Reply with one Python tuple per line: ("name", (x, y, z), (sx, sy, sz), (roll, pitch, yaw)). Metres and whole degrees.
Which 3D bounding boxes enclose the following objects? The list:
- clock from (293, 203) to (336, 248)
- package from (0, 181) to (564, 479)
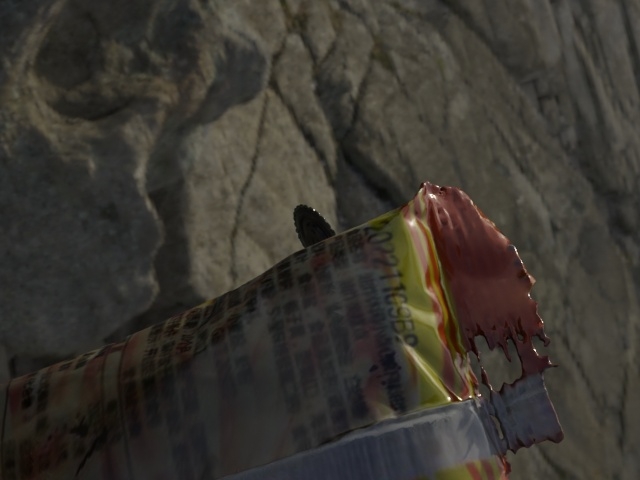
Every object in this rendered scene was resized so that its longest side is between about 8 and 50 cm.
("clock", (0.000, 0.000, 1.006), (0.010, 0.074, 0.083), (-37, 134, -22))
("package", (-0.035, 0.122, 0.405), (0.108, 0.288, 0.223), (25, 43, -67))
